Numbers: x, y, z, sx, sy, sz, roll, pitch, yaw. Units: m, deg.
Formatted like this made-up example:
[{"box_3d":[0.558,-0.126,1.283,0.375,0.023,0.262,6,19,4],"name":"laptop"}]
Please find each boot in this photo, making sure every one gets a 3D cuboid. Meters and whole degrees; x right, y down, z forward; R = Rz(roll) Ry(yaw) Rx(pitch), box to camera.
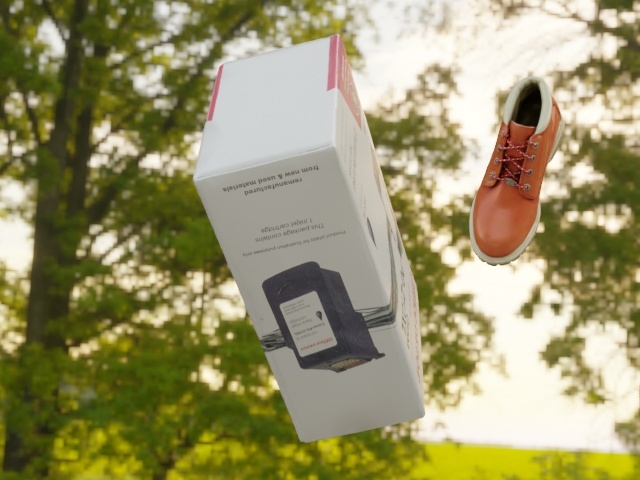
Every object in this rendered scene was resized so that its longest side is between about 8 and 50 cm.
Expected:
[{"box_3d":[0.159,-0.059,0.990,0.059,0.158,0.084,14,-15,17],"name":"boot"}]

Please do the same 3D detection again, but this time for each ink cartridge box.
[{"box_3d":[0.000,0.000,0.864,0.100,0.237,0.172,-13,32,11],"name":"ink cartridge box"}]
